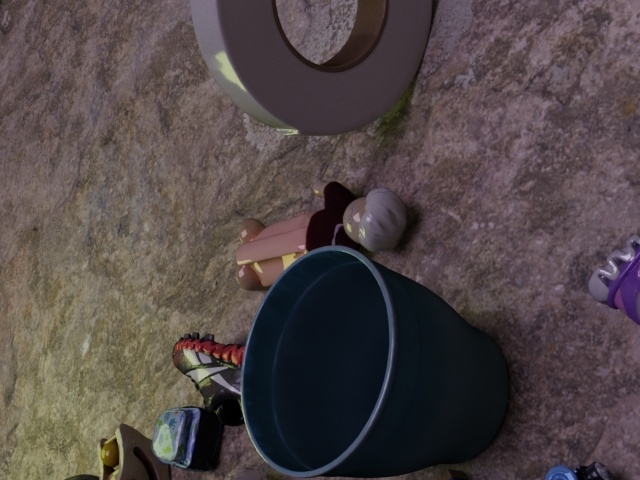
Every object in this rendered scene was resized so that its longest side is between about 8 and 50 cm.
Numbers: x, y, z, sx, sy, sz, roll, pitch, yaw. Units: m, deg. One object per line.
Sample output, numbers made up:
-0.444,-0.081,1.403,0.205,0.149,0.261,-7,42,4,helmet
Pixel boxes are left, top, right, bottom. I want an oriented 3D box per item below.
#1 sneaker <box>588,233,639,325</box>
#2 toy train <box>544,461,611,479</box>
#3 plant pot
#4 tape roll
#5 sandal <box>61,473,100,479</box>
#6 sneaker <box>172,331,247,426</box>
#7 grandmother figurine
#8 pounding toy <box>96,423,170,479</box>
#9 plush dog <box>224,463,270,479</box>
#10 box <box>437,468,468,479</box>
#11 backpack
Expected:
0.397,0.005,1.203,0.236,0.095,0.104,-57,46,25,sneaker
0.263,0.325,1.245,0.184,0.080,0.105,-46,53,26,toy train
0.084,0.170,1.377,0.271,0.255,0.272,-24,57,44,plant pot
-0.004,-0.341,1.589,0.072,0.392,0.392,11,84,52,tape roll
-0.500,0.506,2.079,0.303,0.120,0.086,-43,32,32,sandal
-0.157,0.221,1.779,0.276,0.097,0.135,2,75,50,sneaker
0.000,0.000,1.682,0.342,0.104,0.208,-20,69,48,grandmother figurine
-0.348,0.459,1.873,0.155,0.154,0.270,-38,49,36,pounding toy
-0.142,0.486,1.609,0.262,0.210,0.226,-127,37,-49,plush dog
0.170,0.407,1.356,0.136,0.036,0.225,-52,43,24,box
-0.226,0.321,1.836,0.114,0.084,0.105,-11,65,51,backpack
